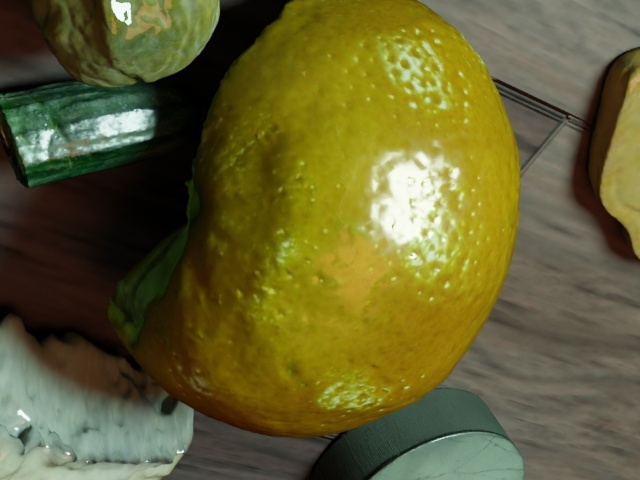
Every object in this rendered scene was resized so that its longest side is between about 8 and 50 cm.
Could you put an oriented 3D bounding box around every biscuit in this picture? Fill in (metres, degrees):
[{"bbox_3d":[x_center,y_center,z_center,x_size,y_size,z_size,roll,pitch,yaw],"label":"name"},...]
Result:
[{"bbox_3d":[-0.207,0.124,1.030,0.281,0.084,0.179,8,126,-38],"label":"biscuit"},{"bbox_3d":[0.231,-0.049,1.171,0.142,0.029,0.221,-35,139,3],"label":"biscuit"}]

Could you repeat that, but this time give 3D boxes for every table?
[{"bbox_3d":[0.060,0.155,1.254,0.133,0.043,0.133,-17,137,-17],"label":"table"}]

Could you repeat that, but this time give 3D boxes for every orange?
[{"bbox_3d":[0.004,0.002,0.980,0.179,0.158,0.237,4,125,-47],"label":"orange"}]

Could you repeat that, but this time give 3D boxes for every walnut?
[{"bbox_3d":[-0.087,-0.110,0.880,0.092,0.092,0.092,-17,137,-17],"label":"walnut"}]

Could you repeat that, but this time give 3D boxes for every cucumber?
[{"bbox_3d":[-0.103,-0.055,0.946,0.105,0.048,0.048,-12,135,-22],"label":"cucumber"}]
